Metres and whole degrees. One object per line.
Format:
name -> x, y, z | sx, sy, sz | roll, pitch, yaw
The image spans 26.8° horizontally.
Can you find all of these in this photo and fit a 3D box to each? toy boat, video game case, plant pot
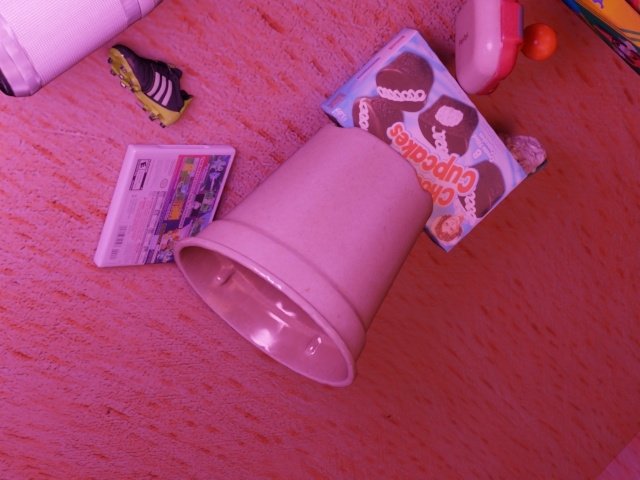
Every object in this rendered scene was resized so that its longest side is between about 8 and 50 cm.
toy boat -> 0.294, -0.309, 2.092 | 0.151, 0.231, 0.151 | 2, 83, -7
video game case -> -0.231, -0.052, 1.999 | 0.183, 0.023, 0.201 | -3, 124, -41
plant pot -> 0.000, 0.000, 2.038 | 0.305, 0.334, 0.334 | -52, 145, -19

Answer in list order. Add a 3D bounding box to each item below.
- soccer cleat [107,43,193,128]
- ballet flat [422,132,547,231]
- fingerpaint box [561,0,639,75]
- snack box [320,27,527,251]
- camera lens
soccer cleat -> -0.231, -0.223, 1.827 | 0.072, 0.060, 0.179 | -51, 149, -10
ballet flat -> 0.213, -0.109, 2.278 | 0.409, 0.147, 0.147 | -29, 139, -21
fingerpaint box -> 0.617, -0.483, 2.131 | 0.371, 0.163, 0.445 | 41, 93, -12
snack box -> 0.169, -0.157, 2.141 | 0.187, 0.060, 0.322 | -44, 116, -4
camera lens -> -0.312, -0.313, 1.535 | 0.274, 0.219, 0.219 | -37, 141, -11
